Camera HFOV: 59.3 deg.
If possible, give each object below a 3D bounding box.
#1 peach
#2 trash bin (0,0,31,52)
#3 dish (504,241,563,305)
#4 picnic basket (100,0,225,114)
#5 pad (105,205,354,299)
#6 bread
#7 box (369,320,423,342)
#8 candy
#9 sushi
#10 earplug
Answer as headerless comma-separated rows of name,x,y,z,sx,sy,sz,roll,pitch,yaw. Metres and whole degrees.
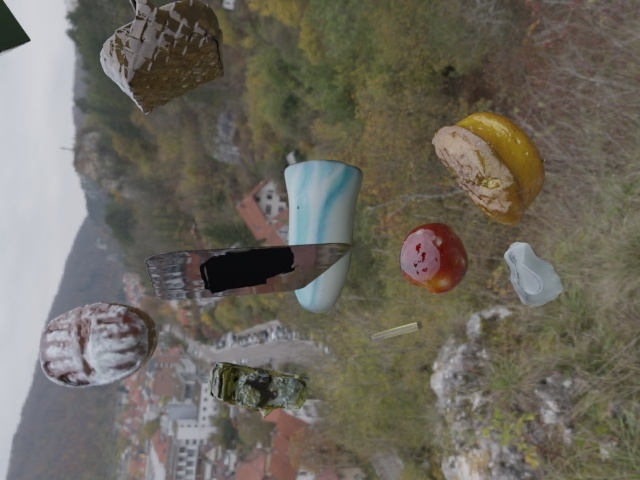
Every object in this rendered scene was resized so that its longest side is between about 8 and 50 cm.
peach,0.385,0.055,1.896,0.199,0.243,0.244,37,-125,-75
trash bin,-0.804,-0.515,1.137,0.344,0.158,0.223,63,-157,-25
dish,0.416,0.070,1.124,0.091,0.039,0.137,-32,86,33
picnic basket,-0.451,-0.565,1.531,0.293,0.337,0.338,120,154,-80
pad,-0.145,0.027,0.785,0.375,0.314,0.063,135,129,-70
bread,0.473,-0.213,1.508,0.340,0.194,0.179,54,162,8
box,0.205,0.245,1.514,0.090,0.133,0.023,16,-123,-74
candy,-0.574,0.268,1.453,0.157,0.289,0.215,121,137,-84
sushi,-0.167,0.417,1.542,0.131,0.290,0.139,-10,66,54
earplug,0.000,0.000,1.272,0.185,0.184,0.324,147,128,-67
